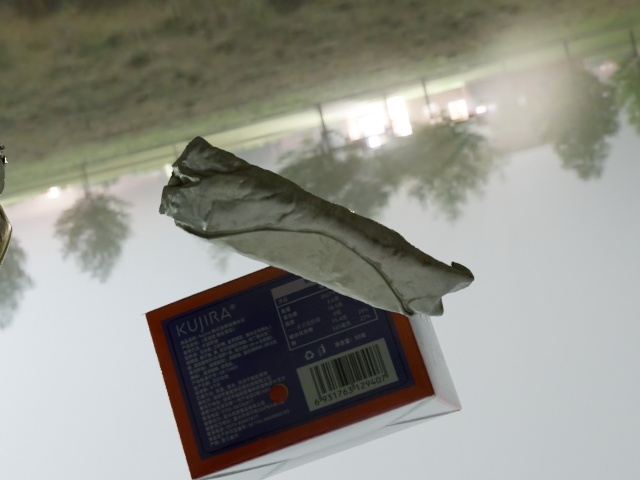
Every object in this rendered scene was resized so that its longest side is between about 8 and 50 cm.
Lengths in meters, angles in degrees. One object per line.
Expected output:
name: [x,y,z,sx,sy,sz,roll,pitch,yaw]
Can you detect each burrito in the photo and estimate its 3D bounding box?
burrito: [0.000,0.000,0.994,0.082,0.275,0.059,-55,-162,36]

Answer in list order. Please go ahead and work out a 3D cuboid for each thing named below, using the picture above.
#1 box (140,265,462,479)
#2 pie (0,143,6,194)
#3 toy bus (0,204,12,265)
box: [-0.016,0.169,1.679,0.349,0.256,0.318,-21,166,9]
pie: [-0.407,-0.044,1.039,0.085,0.308,0.308,38,-146,28]
toy bus: [-0.461,-0.101,1.252,0.151,0.331,0.145,-20,-154,5]
